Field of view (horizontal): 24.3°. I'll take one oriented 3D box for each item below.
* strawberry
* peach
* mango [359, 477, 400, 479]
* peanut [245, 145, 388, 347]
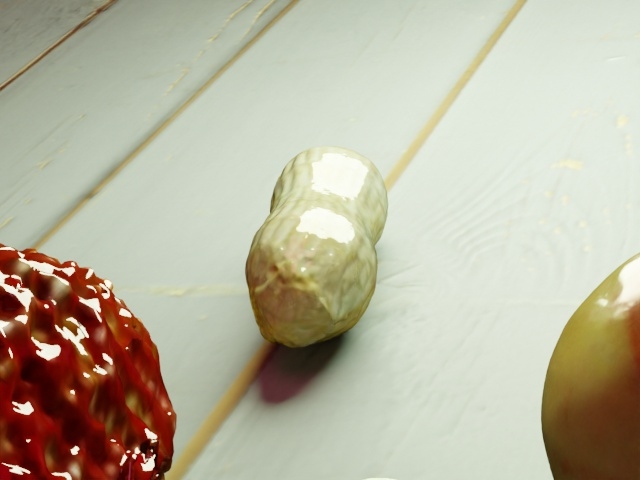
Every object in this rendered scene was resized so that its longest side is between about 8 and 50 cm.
[{"bbox_3d":[-0.190,0.109,0.720,0.343,0.292,0.292,-11,17,-43],"label":"strawberry"},{"bbox_3d":[0.189,0.074,0.659,0.184,0.184,0.184,-12,27,6],"label":"peach"},{"bbox_3d":[0.043,0.151,0.709,0.108,0.056,0.073,-3,34,17],"label":"mango"},{"bbox_3d":[0.000,0.000,0.991,0.087,0.087,0.207,-8,27,14],"label":"peanut"}]
